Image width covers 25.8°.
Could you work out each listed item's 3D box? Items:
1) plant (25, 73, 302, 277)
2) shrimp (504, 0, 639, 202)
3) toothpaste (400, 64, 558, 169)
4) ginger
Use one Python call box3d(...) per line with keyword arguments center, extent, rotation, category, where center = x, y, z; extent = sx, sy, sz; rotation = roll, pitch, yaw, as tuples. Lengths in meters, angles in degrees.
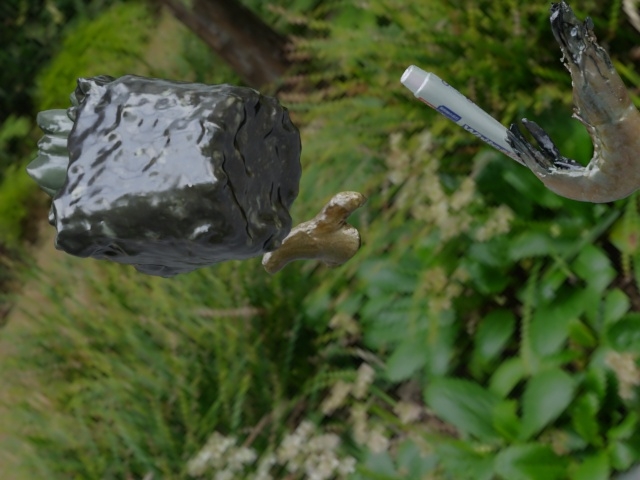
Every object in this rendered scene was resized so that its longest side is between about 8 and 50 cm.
box3d(center=(-0.115, -0.043, 0.955), extent=(0.195, 0.129, 0.132), rotation=(-1, 75, 36), category="plant")
box3d(center=(0.252, -0.138, 1.423), extent=(0.152, 0.219, 0.046), rotation=(-7, 24, 42), category="shrimp")
box3d(center=(0.187, -0.132, 1.600), extent=(0.033, 0.218, 0.052), rotation=(-59, 11, -8), category="toothpaste")
box3d(center=(0.001, 0.000, 1.097), extent=(0.097, 0.048, 0.030), rotation=(-36, 13, 6), category="ginger")
